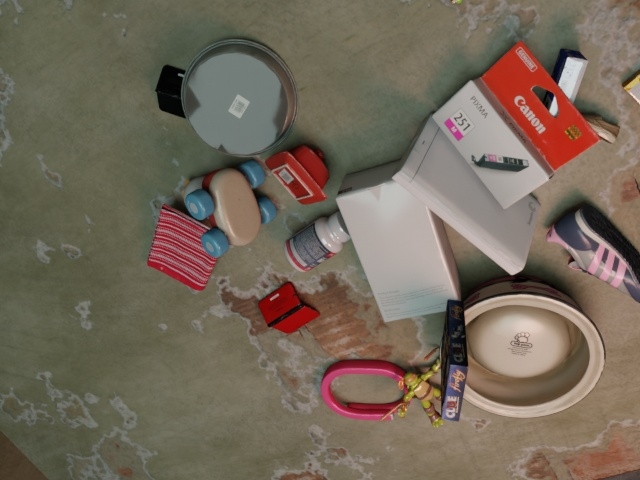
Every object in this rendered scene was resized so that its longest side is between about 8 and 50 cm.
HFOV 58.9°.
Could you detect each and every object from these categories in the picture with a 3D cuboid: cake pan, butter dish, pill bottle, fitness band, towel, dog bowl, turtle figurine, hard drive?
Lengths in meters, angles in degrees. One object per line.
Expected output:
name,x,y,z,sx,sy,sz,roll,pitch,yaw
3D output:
cake pan,-0.200,-0.336,1.386,0.292,0.054,0.293,1,118,1
butter dish,-0.037,-0.183,1.430,0.160,0.118,0.160,48,160,-16
pill bottle,0.000,0.000,1.519,0.180,0.108,0.108,-33,107,27
fitness band,0.144,0.470,1.777,0.290,0.054,0.209,-3,117,14
towel,-0.398,0.030,1.644,0.198,0.031,0.275,28,136,-3
dog bowl,0.527,0.273,1.518,0.407,0.150,0.408,6,119,11
turtle figurine,0.300,0.460,1.684,0.269,0.087,0.217,-49,115,-13
hard drive,0.345,-0.112,1.301,0.353,0.233,0.047,38,142,-8

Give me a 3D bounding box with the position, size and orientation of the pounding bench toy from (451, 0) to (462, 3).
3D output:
pounding bench toy,0.285,-0.527,1.171,0.052,0.083,0.065,-23,110,24

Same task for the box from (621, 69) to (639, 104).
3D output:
box,0.727,-0.314,1.214,0.136,0.028,0.081,39,120,-12

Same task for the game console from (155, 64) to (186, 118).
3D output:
game console,-0.353,-0.375,1.456,0.122,0.071,0.107,18,91,3

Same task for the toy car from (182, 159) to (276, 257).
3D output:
toy car,-0.284,-0.094,1.518,0.237,0.219,0.210,9,126,43

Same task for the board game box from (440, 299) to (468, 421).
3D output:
board game box,0.314,0.278,1.344,0.042,0.243,0.165,5,119,9

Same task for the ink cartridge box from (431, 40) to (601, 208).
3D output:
ink cartridge box,0.415,-0.244,1.228,0.275,0.060,0.239,54,134,5

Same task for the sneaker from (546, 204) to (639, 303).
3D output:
sneaker,0.693,0.051,1.393,0.319,0.112,0.131,45,136,-9

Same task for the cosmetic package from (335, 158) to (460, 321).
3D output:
cosmetic package,0.208,0.000,1.444,0.217,0.156,0.385,-12,114,19

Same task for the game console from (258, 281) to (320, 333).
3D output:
game console,-0.096,0.206,1.713,0.144,0.085,0.124,-35,75,27

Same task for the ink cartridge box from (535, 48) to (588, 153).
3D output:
ink cartridge box,0.516,-0.300,1.232,0.046,0.097,0.207,13,120,7

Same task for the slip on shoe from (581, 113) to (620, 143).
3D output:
slip on shoe,0.605,-0.262,1.257,0.135,0.051,0.041,26,105,-8
